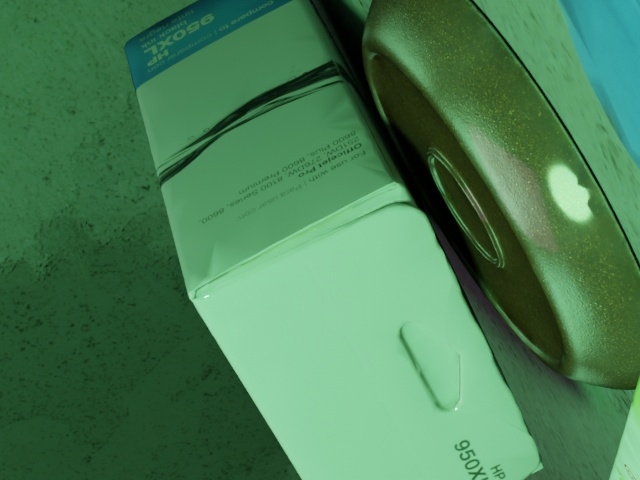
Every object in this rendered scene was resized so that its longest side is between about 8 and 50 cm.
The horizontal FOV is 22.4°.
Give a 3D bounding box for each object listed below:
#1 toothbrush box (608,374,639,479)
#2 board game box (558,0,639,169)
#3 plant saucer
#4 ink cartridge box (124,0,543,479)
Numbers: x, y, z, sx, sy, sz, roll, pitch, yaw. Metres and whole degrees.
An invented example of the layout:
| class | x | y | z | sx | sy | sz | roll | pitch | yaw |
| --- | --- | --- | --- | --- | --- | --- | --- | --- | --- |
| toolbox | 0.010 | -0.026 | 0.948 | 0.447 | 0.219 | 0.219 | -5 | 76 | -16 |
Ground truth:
| class | x | y | z | sx | sy | sz | roll | pitch | yaw |
| --- | --- | --- | --- | --- | --- | --- | --- | --- | --- |
| toothbrush box | 0.192 | 0.103 | 0.463 | 0.206 | 0.122 | 0.283 | 58 | 177 | 19 |
| board game box | 0.129 | -0.076 | 0.558 | 0.169 | 0.033 | 0.133 | 91 | 154 | -72 |
| plant saucer | 0.107 | -0.031 | 1.003 | 0.311 | 0.050 | 0.310 | 57 | 175 | 8 |
| ink cartridge box | 0.000 | 0.000 | 1.254 | 0.285 | 0.166 | 0.395 | 60 | -176 | -33 |
